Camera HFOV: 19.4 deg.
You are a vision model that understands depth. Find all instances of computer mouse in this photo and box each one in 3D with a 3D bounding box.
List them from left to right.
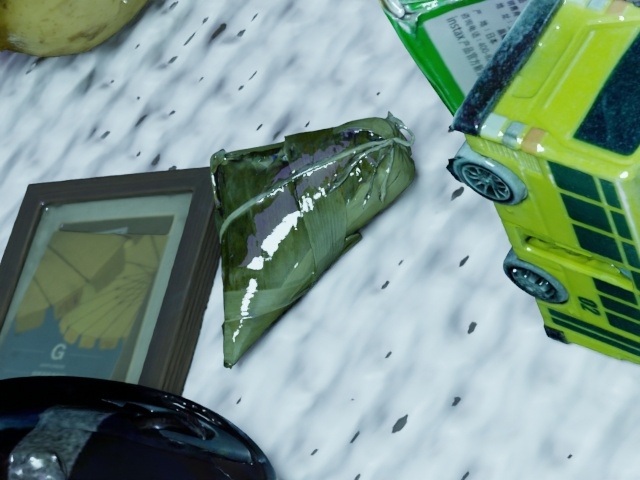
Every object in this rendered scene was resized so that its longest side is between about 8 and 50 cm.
[{"bbox_3d":[-0.132,0.117,0.823,0.233,0.096,0.137,-15,31,-16],"label":"computer mouse"}]

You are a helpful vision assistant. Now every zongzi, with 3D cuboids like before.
[{"bbox_3d":[0.000,0.000,0.930,0.109,0.055,0.119,-14,61,18],"label":"zongzi"}]

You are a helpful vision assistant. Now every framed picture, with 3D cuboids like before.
[{"bbox_3d":[-0.120,0.038,0.983,0.128,0.023,0.168,-5,53,27],"label":"framed picture"}]

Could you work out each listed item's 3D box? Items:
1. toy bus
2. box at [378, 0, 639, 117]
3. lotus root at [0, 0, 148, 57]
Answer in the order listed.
[{"bbox_3d":[0.127,-0.018,0.786,0.101,0.175,0.088,21,67,32],"label":"toy bus"},{"bbox_3d":[0.159,-0.125,0.847,0.250,0.180,0.103,-15,53,18],"label":"box"},{"bbox_3d":[-0.146,-0.216,1.107,0.160,0.146,0.284,34,71,0],"label":"lotus root"}]
